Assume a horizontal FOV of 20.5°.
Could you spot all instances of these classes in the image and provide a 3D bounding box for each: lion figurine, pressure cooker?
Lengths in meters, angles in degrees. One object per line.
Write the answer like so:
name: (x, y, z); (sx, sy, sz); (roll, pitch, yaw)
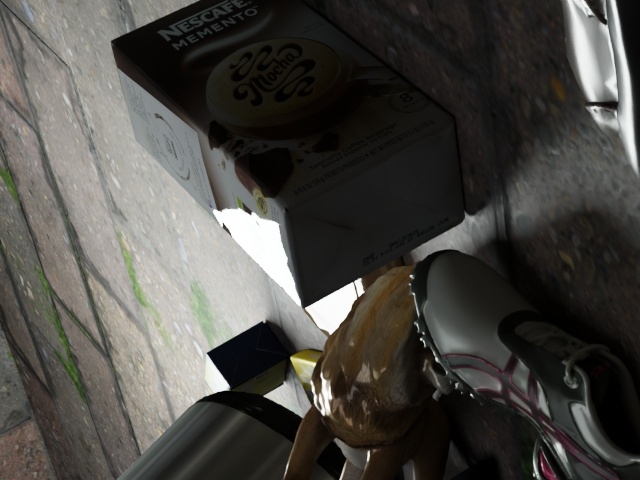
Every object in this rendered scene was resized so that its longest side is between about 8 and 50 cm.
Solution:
lion figurine: (0.063, 0.175, 1.653); (0.142, 0.240, 0.392); (23, 164, 11)
pressure cooker: (-0.131, 0.430, 2.016); (0.370, 0.420, 0.375); (40, 154, 13)

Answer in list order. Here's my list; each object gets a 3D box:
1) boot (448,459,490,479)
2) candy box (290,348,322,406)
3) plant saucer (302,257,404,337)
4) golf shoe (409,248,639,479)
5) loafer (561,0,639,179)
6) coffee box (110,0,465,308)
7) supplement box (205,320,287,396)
boot: (0.161, 0.270, 1.712); (0.099, 0.045, 0.121); (59, 168, 14)
candy box: (0.033, 0.177, 1.936); (0.206, 0.027, 0.105); (3, 116, 68)
plant saucer: (0.000, 0.000, 1.761); (0.278, 0.041, 0.278); (51, 158, 30)
golf shoe: (0.182, 0.100, 1.384); (0.273, 0.105, 0.120); (52, 141, 15)
loafer: (0.164, -0.185, 0.943); (0.130, 0.134, 0.366); (45, 155, 39)
coffee box: (-0.033, -0.095, 1.518); (0.297, 0.168, 0.119); (42, 153, 42)
supplement box: (-0.090, 0.155, 2.130); (0.056, 0.083, 0.083); (53, 159, 22)
